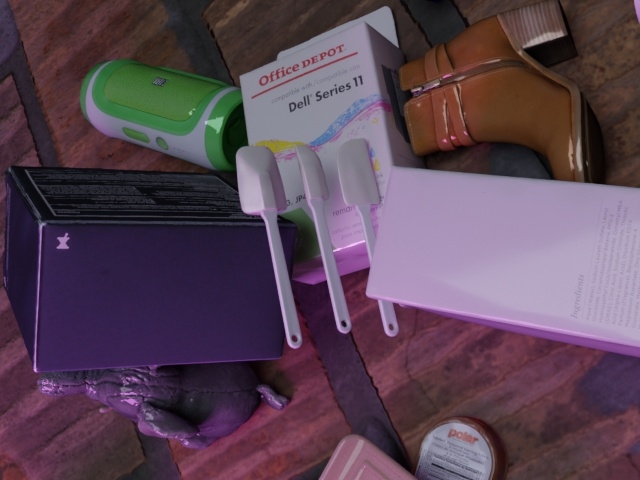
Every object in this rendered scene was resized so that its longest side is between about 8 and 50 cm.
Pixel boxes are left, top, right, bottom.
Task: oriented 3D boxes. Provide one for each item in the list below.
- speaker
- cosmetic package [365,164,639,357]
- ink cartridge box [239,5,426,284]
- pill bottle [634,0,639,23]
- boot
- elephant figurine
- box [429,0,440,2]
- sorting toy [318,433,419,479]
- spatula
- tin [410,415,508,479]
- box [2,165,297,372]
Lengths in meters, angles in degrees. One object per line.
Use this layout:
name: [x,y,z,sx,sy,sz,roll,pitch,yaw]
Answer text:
speaker: [-0.219,-0.188,1.365,0.296,0.131,0.131,19,90,33]
cosmetic package: [0.268,0.030,0.966,0.384,0.217,0.156,10,85,31]
ink cartridge box: [0.015,-0.142,1.212,0.207,0.119,0.354,-18,71,27]
pill bottle: [0.509,-0.282,0.888,0.362,0.210,0.210,9,84,33]
boot: [0.206,-0.143,1.096,0.220,0.109,0.284,-19,66,23]
elephant figurine: [-0.203,0.197,1.200,0.186,0.239,0.169,-45,60,15]
box: [0.141,-0.403,1.193,0.126,0.072,0.137,51,119,16]
sorting toy: [0.042,0.403,1.023,0.229,0.041,0.307,31,94,40]
spatula: [0.000,0.000,1.051,0.019,0.168,0.242,143,119,-62]
tin: [0.153,0.300,1.081,0.106,0.040,0.190,16,88,29]
box: [-0.225,0.025,1.142,0.294,0.296,0.183,-148,62,-62]
